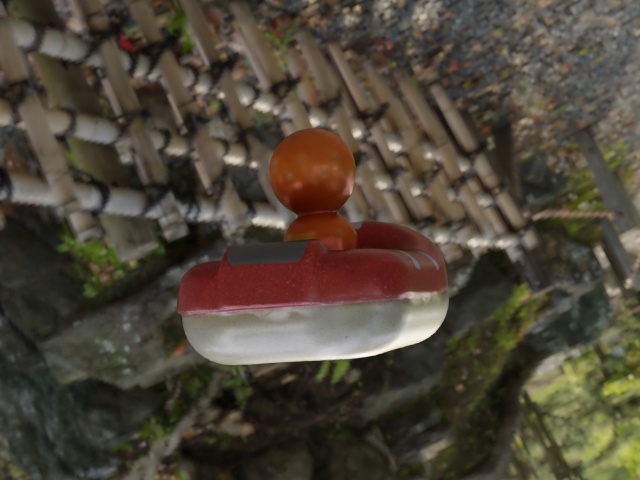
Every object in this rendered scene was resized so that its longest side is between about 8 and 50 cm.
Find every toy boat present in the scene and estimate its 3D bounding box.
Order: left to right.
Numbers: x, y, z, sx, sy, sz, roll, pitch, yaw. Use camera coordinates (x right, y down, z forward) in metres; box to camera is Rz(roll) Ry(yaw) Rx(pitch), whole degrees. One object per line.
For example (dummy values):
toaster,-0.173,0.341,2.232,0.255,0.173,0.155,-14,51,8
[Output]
toy boat,0.000,0.000,0.748,0.151,0.151,0.231,-5,178,17
